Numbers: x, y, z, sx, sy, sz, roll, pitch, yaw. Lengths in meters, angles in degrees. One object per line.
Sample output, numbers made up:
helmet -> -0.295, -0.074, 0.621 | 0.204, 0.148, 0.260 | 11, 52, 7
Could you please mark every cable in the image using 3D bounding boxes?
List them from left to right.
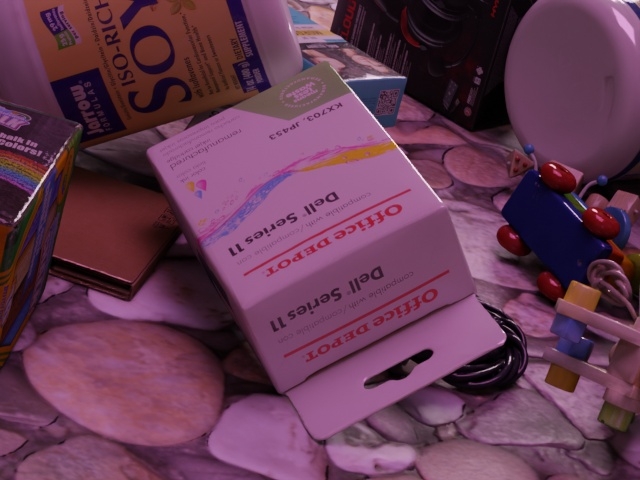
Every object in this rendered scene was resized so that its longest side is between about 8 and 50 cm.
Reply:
cable -> 0.126, 0.077, 1.822 | 0.151, 0.047, 0.184 | 13, 25, -4

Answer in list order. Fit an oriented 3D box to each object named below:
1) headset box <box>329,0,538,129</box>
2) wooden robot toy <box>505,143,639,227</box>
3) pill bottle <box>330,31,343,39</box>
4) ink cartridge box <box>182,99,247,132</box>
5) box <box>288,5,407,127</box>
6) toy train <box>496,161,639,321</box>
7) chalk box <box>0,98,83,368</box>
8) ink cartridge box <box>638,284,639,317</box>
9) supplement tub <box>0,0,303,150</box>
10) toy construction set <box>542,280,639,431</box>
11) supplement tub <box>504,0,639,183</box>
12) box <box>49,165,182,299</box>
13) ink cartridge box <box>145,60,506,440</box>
headset box -> 0.145, -0.302, 2.396 | 0.293, 0.218, 0.110 | 35, 32, 33
wooden robot toy -> 0.270, -0.040, 2.142 | 0.173, 0.076, 0.079 | 25, 63, 20
pill bottle -> -0.076, -0.222, 2.243 | 0.193, 0.108, 0.108 | 23, 27, 16
ink cartridge box -> -0.058, -0.093, 2.014 | 0.159, 0.092, 0.218 | 17, 28, 4
box -> -0.025, -0.197, 2.066 | 0.100, 0.060, 0.244 | -8, 32, -42
toy train -> 0.305, 0.029, 1.979 | 0.143, 0.105, 0.248 | 17, 25, -39
chalk box -> -0.320, -0.019, 1.622 | 0.180, 0.179, 0.289 | 17, 25, 0
ink cartridge box -> 0.398, 0.041, 1.875 | 0.153, 0.087, 0.208 | -13, 36, 20
supplement tub -> -0.205, -0.228, 1.919 | 0.331, 0.241, 0.241 | -17, 28, 3
toy construction set -> 0.361, 0.153, 1.679 | 0.328, 0.151, 0.215 | 40, 10, 27
supplement tub -> 0.411, -0.193, 2.301 | 0.325, 0.235, 0.235 | -6, 33, -37
box -> -0.228, -0.016, 1.846 | 0.164, 0.021, 0.201 | 18, 26, 6
ink cartridge box -> 0.000, 0.000, 1.722 | 0.207, 0.119, 0.353 | -28, 40, -7
